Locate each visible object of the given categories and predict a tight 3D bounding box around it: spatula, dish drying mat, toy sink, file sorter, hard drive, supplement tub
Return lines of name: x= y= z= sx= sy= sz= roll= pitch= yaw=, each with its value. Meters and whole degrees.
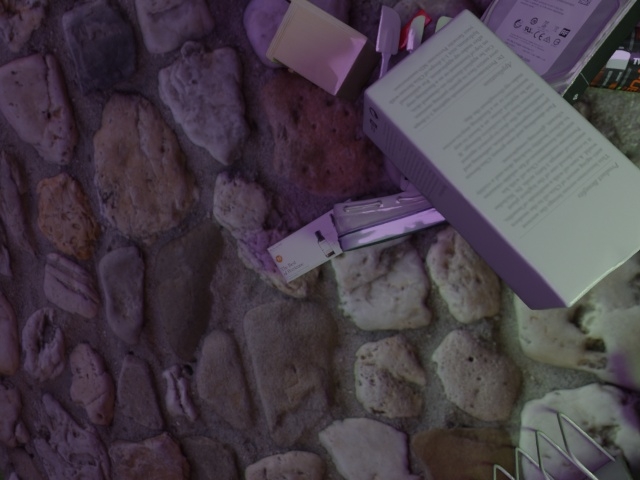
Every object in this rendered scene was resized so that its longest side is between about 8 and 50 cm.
spatula: x=0.184 y=-0.328 z=0.917 sx=0.168 sy=0.019 sz=0.241 roll=3 pitch=104 yaw=-18
dish drying mat: x=0.187 y=-0.432 z=0.938 sx=0.083 sy=0.008 sz=0.032 roll=-43 pitch=86 yaw=20
toy sink: x=-0.014 y=-0.397 z=0.937 sx=0.234 sy=0.153 sz=0.131 roll=35 pitch=110 yaw=9
file sorter: x=0.464 y=0.525 z=0.930 sx=0.173 sy=0.193 sz=0.277 roll=41 pitch=110 yaw=10
hard drive: x=0.422 y=-0.411 z=0.777 sx=0.339 sy=0.064 sz=0.237 roll=-55 pitch=51 yaw=19
supplement tub: x=0.571 y=-0.305 z=0.780 sx=0.198 sy=0.106 sz=0.106 roll=13 pitch=104 yaw=17

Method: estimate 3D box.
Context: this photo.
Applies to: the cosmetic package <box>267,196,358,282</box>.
cosmetic package: x=0.000 y=0.000 z=1.056 sx=0.239 sy=0.060 sz=0.098 roll=-31 pitch=88 yaw=21

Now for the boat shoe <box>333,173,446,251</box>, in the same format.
boat shoe: x=0.198 y=-0.098 z=0.930 sx=0.367 sy=0.136 sz=0.156 roll=-17 pitch=84 yaw=13

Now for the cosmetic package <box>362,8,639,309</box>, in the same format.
cosmetic package: x=0.301 y=-0.128 z=0.766 sx=0.230 sy=0.161 sz=0.453 roll=-39 pitch=79 yaw=-3
